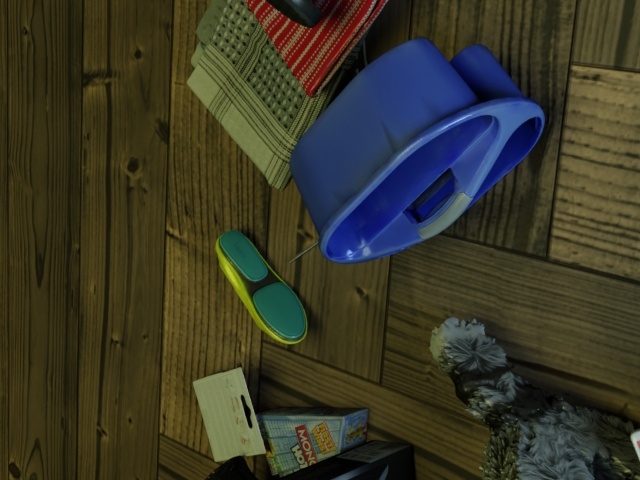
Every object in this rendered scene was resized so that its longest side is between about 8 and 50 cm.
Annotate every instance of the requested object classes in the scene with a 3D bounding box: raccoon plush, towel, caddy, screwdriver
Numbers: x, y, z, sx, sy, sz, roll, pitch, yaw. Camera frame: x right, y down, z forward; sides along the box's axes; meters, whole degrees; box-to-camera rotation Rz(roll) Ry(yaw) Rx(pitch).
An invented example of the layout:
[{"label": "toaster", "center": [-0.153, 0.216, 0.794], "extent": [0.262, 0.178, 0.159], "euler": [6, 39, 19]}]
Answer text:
[{"label": "raccoon plush", "center": [0.279, 0.339, 1.381], "extent": [0.446, 0.216, 0.299], "euler": [-117, 30, -49]}, {"label": "towel", "center": [-0.025, -0.358, 1.498], "extent": [0.199, 0.031, 0.275], "euler": [-51, 56, 31]}, {"label": "caddy", "center": [0.121, -0.094, 1.360], "extent": [0.341, 0.241, 0.179], "euler": [-46, 63, 38]}, {"label": "towel", "center": [-0.078, -0.291, 1.603], "extent": [0.324, 0.056, 0.312], "euler": [54, 129, 34]}, {"label": "screwdriver", "center": [0.000, 0.000, 1.645], "extent": [0.170, 0.025, 0.024], "euler": [-38, 72, 49]}]

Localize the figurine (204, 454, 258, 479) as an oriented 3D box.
[{"label": "figurine", "center": [-0.098, 0.483, 1.742], "extent": [0.209, 0.092, 0.215], "euler": [42, 148, 24]}]

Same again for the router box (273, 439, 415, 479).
[{"label": "router box", "center": [0.016, 0.436, 1.504], "extent": [0.081, 0.309, 0.242], "euler": [-2, 96, 44]}]

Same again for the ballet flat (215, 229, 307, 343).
[{"label": "ballet flat", "center": [-0.095, 0.084, 1.715], "extent": [0.231, 0.077, 0.077], "euler": [53, 149, 26]}]

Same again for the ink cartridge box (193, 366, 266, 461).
[{"label": "ink cartridge box", "center": [-0.138, 0.282, 1.779], "extent": [0.179, 0.045, 0.145], "euler": [-24, 81, 53]}]

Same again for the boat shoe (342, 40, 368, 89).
[{"label": "boat shoe", "center": [0.038, -0.267, 1.541], "extent": [0.046, 0.038, 0.125], "euler": [-13, 89, 43]}]

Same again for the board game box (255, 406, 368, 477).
[{"label": "board game box", "center": [0.005, 0.332, 1.666], "extent": [0.194, 0.060, 0.194], "euler": [-27, 79, 43]}]

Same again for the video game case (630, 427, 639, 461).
[{"label": "video game case", "center": [0.500, 0.252, 1.138], "extent": [0.285, 0.025, 0.204], "euler": [-23, 81, 17]}]

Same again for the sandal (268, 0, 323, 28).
[{"label": "sandal", "center": [-0.118, -0.448, 1.471], "extent": [0.107, 0.167, 0.445], "euler": [-42, 56, 5]}]
